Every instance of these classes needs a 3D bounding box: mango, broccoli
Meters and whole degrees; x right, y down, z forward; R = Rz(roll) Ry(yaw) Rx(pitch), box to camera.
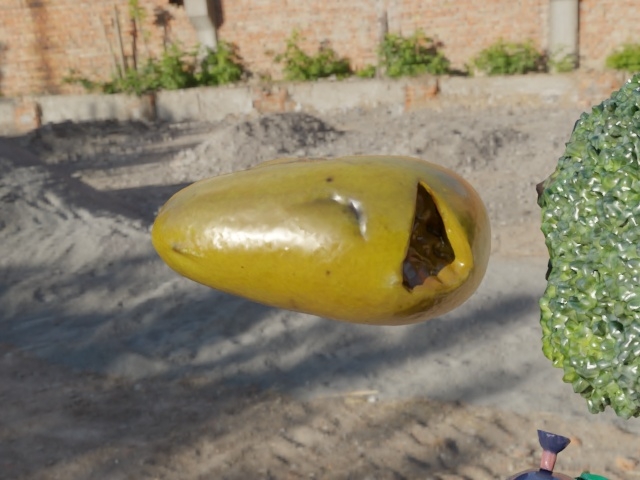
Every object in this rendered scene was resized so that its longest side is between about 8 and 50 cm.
[{"bbox_3d":[0.000,0.000,0.886,0.365,0.182,0.253,-2,6,3],"label":"mango"},{"bbox_3d":[0.221,-0.013,0.456,0.198,0.176,0.226,0,17,30],"label":"broccoli"}]

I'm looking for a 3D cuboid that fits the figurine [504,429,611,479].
[{"bbox_3d":[0.147,0.226,0.600,0.195,0.111,0.102,-14,36,-38],"label":"figurine"}]
